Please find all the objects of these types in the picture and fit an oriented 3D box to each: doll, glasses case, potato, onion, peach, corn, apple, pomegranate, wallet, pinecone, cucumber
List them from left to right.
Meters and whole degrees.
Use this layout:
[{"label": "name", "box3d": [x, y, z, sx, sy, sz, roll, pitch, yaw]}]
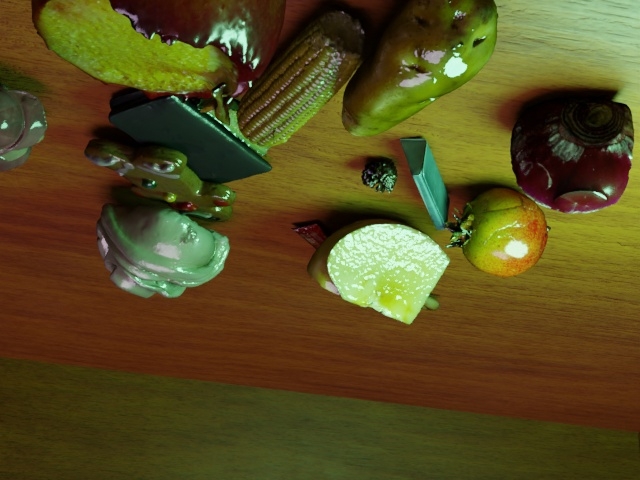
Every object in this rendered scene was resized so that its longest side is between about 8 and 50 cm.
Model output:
[{"label": "doll", "box3d": [-0.670, -0.242, 1.659, 0.196, 0.152, 0.256, -23, 177, -15]}, {"label": "peach", "box3d": [-0.211, -0.363, 1.102, 0.334, 0.310, 0.406, 14, 171, 11]}, {"label": "wallet", "box3d": [-0.280, -0.216, 1.748, 0.197, 0.051, 0.377, -10, 154, 29]}, {"label": "cucumber", "box3d": [-0.160, -0.250, 1.666, 0.070, 0.046, 0.220, -15, 150, 33]}, {"label": "corn", "box3d": [-0.038, -0.287, 1.457, 0.131, 0.131, 0.344, 18, 152, -26]}, {"label": "apple", "box3d": [0.134, 0.067, 2.057, 0.309, 0.252, 0.314, 28, 147, -18]}, {"label": "pinecone", "box3d": [0.133, -0.144, 1.802, 0.083, 0.077, 0.077, 7, 162, 42]}, {"label": "potato", "box3d": [0.156, -0.290, 1.347, 0.176, 0.196, 0.369, 27, 148, -15]}, {"label": "glasses case", "box3d": [0.247, -0.128, 1.798, 0.056, 0.105, 0.266, -21, 150, 10]}, {"label": "pomegranate", "box3d": [0.410, -0.020, 1.853, 0.235, 0.210, 0.210, 3, 157, -16]}, {"label": "onion", "box3d": [0.474, -0.153, 1.552, 0.206, 0.206, 0.216, 4, 154, 2]}]

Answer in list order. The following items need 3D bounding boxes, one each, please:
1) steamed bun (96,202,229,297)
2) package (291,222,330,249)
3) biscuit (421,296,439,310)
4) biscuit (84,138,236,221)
[{"label": "steamed bun", "box3d": [-0.417, 0.042, 2.064, 0.324, 0.220, 0.309, 10, 170, 27]}, {"label": "package", "box3d": [0.000, 0.000, 2.196, 0.083, 0.022, 0.200, -7, 154, 26]}, {"label": "biscuit", "box3d": [0.262, 0.173, 2.490, 0.164, 0.047, 0.208, -10, 151, 27]}, {"label": "biscuit", "box3d": [-0.345, -0.115, 1.903, 0.282, 0.064, 0.432, 8, 163, 21]}]
